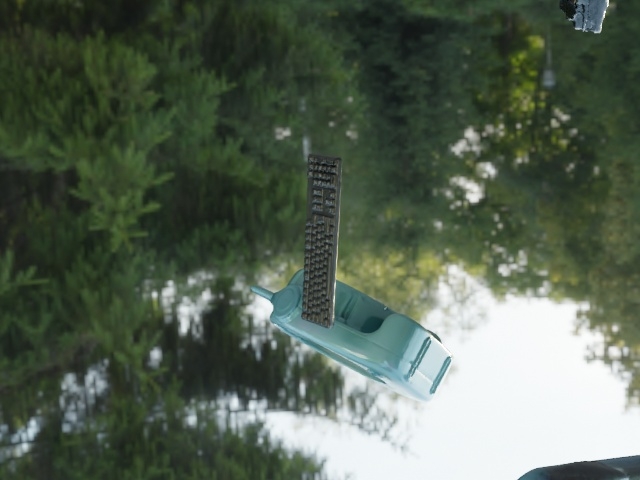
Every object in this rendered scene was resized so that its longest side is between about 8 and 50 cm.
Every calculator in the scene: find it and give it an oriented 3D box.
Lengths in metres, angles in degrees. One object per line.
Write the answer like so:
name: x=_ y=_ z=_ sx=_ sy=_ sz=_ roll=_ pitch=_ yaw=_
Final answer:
calculator: x=0.288 y=0.300 z=1.225 sx=0.293 sy=0.173 sz=0.051 roll=2 pitch=-131 yaw=-32

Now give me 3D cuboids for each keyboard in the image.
keyboard: x=0.000 y=0.000 z=1.311 sx=0.013 sy=0.204 sz=0.061 roll=-4 pitch=-169 yaw=-35

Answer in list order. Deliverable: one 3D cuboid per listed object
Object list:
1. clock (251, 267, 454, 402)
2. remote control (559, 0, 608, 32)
clock: x=0.037 y=0.119 z=1.502 sx=0.274 sy=0.094 sz=0.223 roll=26 pitch=171 yaw=26
remote control: x=0.297 y=-0.422 z=1.215 sx=0.062 sy=0.399 sz=0.144 roll=4 pitch=155 yaw=9
